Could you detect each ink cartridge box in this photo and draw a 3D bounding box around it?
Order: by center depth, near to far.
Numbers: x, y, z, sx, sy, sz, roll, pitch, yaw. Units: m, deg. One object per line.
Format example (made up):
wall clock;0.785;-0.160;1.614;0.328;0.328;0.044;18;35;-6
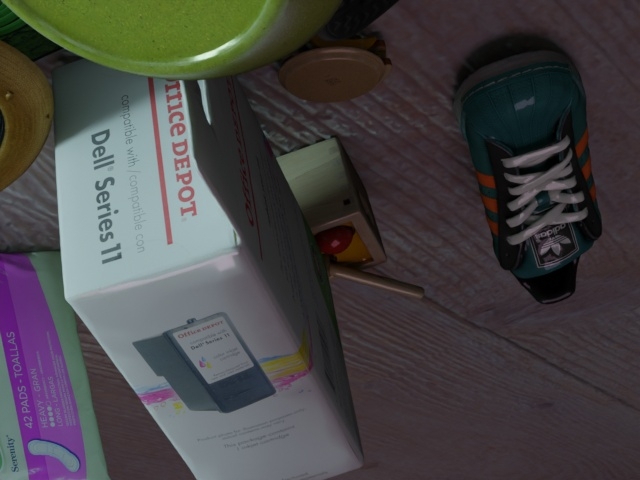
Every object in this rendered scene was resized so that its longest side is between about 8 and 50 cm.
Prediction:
ink cartridge box;-0.085;0.003;1.095;0.119;0.207;0.353;-17;140;7

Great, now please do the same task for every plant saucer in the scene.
plant saucer;-0.101;-0.169;0.843;0.241;0.037;0.241;13;138;12

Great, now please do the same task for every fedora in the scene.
fedora;-0.262;-0.085;1.015;0.194;0.079;0.194;-15;149;-9

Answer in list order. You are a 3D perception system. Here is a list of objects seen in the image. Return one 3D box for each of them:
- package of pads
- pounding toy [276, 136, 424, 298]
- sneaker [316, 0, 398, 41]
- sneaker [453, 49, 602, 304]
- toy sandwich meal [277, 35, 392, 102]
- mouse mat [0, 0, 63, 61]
package of pads;-0.323;0.125;1.249;0.297;0.229;0.101;0;150;-30
pounding toy;0.000;0.000;1.336;0.130;0.100;0.141;-19;155;7
sneaker;0.040;-0.217;0.951;0.227;0.130;0.087;-37;158;-24
sneaker;0.182;-0.044;1.330;0.108;0.121;0.302;-19;155;4
toy sandwich meal;0.010;-0.127;1.170;0.086;0.029;0.085;-4;158;-2
mouse mat;-0.239;-0.135;1.026;0.190;0.007;0.152;-23;154;13
